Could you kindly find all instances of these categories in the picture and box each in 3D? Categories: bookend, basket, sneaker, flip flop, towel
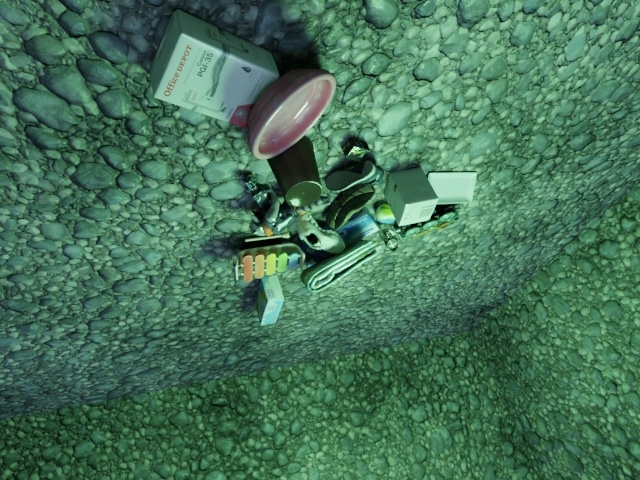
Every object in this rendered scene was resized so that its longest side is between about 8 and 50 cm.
[{"bbox_3d":[-0.278,0.062,1.989,0.156,0.072,0.157,7,139,-35],"label":"bookend"},{"bbox_3d":[-0.086,-0.241,1.501,0.204,0.227,0.154,10,137,-36],"label":"basket"},{"bbox_3d":[0.361,-0.142,2.031,0.240,0.091,0.126,-11,165,-13],"label":"sneaker"},{"bbox_3d":[0.342,-0.017,2.162,0.078,0.106,0.234,-26,147,9],"label":"sneaker"},{"bbox_3d":[0.146,-0.246,1.745,0.226,0.086,0.163,-14,173,31],"label":"sneaker"},{"bbox_3d":[0.000,0.000,1.893,0.292,0.118,0.110,30,118,-36],"label":"sneaker"},{"bbox_3d":[0.130,-0.151,1.873,0.080,0.112,0.277,-20,157,-53],"label":"flip flop"},{"bbox_3d":[0.085,0.110,2.025,0.374,0.090,0.320,-29,-177,-6],"label":"towel"}]

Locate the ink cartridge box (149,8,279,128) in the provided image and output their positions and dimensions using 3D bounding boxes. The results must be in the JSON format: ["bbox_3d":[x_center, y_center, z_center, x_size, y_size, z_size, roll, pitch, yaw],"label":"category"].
[{"bbox_3d":[-0.290,-0.452,1.187,0.283,0.117,0.207,9,138,-38],"label":"ink cartridge box"}]

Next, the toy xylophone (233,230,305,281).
[{"bbox_3d":[-0.228,0.072,1.886,0.322,0.081,0.236,-14,146,-9],"label":"toy xylophone"}]

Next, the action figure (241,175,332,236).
[{"bbox_3d":[-0.149,-0.137,1.678,0.330,0.178,0.341,-37,148,8],"label":"action figure"}]

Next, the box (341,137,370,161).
[{"bbox_3d":[0.133,-0.339,1.632,0.083,0.052,0.062,5,139,-35],"label":"box"}]

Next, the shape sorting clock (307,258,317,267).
[{"bbox_3d":[0.032,0.110,2.249,0.206,0.040,0.206,-13,147,-9],"label":"shape sorting clock"}]

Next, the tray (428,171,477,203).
[{"bbox_3d":[0.588,-0.241,1.988,0.270,0.030,0.145,-4,111,-23],"label":"tray"}]

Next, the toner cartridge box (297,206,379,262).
[{"bbox_3d":[0.084,-0.031,2.037,0.348,0.075,0.165,-29,146,14],"label":"toner cartridge box"}]

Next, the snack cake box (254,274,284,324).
[{"bbox_3d":[-0.273,0.317,2.292,0.089,0.152,0.264,-5,144,-21],"label":"snack cake box"}]

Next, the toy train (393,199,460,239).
[{"bbox_3d":[0.516,-0.099,2.116,0.334,0.142,0.190,-24,157,8],"label":"toy train"}]

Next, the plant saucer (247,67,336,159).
[{"bbox_3d":[-0.097,-0.386,1.301,0.332,0.084,0.332,-42,175,-5],"label":"plant saucer"}]

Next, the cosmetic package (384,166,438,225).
[{"bbox_3d":[0.382,-0.188,1.860,0.151,0.184,0.151,-12,147,-12],"label":"cosmetic package"}]
